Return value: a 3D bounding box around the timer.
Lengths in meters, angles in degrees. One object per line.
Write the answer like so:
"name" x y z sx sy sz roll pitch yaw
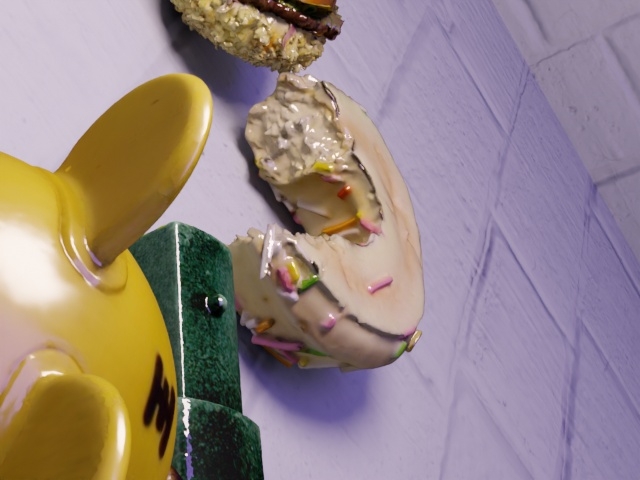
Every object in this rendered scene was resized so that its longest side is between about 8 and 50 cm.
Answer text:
"timer" -0.218 0.092 0.723 0.376 0.386 0.376 38 39 -39

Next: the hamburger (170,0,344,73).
"hamburger" -0.087 -0.301 1.520 0.243 0.139 0.262 31 17 0

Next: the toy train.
"toy train" -0.144 0.129 1.062 0.138 0.178 0.330 32 44 -48

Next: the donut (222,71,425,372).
"donut" 0.005 -0.001 1.471 0.307 0.150 0.371 46 34 -33
